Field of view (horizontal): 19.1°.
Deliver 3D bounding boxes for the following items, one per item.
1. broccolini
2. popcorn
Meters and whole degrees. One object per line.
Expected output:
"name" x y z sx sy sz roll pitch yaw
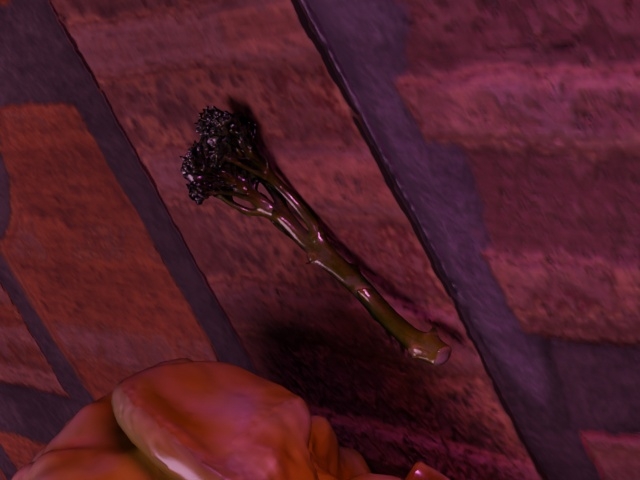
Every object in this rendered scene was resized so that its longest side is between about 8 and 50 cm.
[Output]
"broccolini" 0.001 0.000 1.037 0.194 0.054 0.052 40 -177 12
"popcorn" -0.039 0.235 1.092 0.334 0.292 0.294 27 110 8
